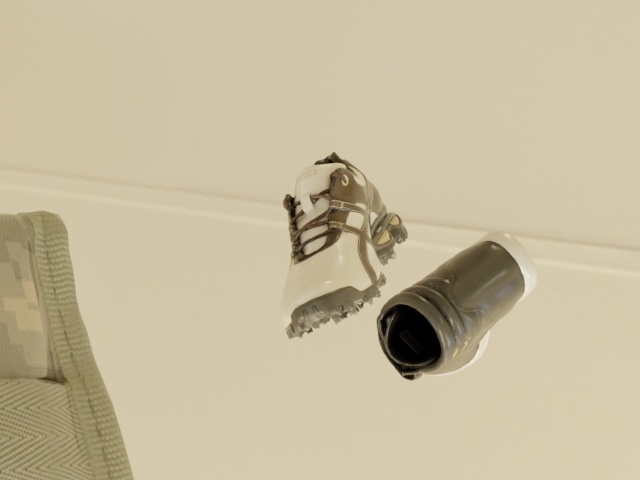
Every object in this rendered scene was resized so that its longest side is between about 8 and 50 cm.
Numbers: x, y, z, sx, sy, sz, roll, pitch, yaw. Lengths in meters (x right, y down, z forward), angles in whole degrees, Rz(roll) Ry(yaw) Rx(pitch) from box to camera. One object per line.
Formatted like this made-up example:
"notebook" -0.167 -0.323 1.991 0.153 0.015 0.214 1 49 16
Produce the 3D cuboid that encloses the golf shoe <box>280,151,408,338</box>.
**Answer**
"golf shoe" 0.000 0.000 0.990 0.077 0.198 0.094 -25 -77 17

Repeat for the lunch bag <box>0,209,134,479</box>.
"lunch bag" -0.137 0.144 0.266 0.169 0.235 0.287 -26 -107 33

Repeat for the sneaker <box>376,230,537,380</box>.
"sneaker" 0.110 0.096 1.528 0.104 0.147 0.296 54 -26 12
